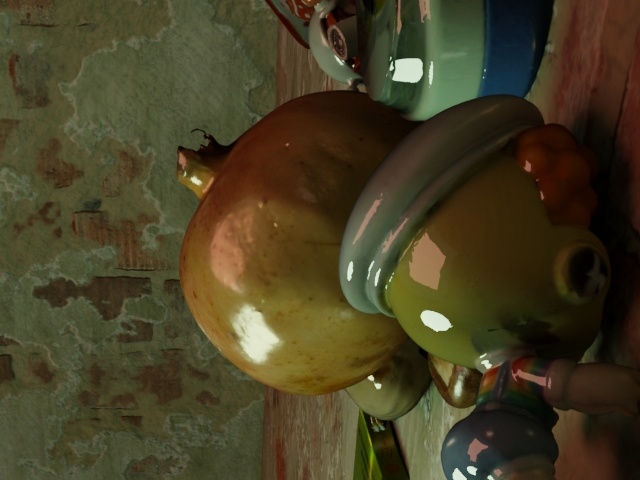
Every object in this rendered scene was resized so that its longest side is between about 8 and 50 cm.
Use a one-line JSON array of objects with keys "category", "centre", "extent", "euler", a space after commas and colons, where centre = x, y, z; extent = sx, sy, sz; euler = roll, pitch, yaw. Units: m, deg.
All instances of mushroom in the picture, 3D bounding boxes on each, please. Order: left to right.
[{"category": "mushroom", "centre": [0.137, 0.108, 1.115], "extent": [0.127, 0.087, 0.127], "euler": [-177, 90, -82]}]

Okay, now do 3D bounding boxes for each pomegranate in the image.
[{"category": "pomegranate", "centre": [-0.013, -0.012, 1.209], "extent": [0.338, 0.338, 0.338], "euler": [179, 90, -81]}]

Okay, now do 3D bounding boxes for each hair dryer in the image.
[{"category": "hair dryer", "centre": [0.098, -0.178, 1.238], "extent": [0.044, 0.155, 0.183], "euler": [35, 144, 57]}]

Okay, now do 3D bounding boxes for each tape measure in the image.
[{"category": "tape measure", "centre": [0.116, -0.245, 1.061], "extent": [0.259, 0.138, 0.262], "euler": [-155, 64, -82]}]

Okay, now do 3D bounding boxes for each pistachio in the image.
[{"category": "pistachio", "centre": [0.074, 0.160, 1.411], "extent": [0.206, 0.131, 0.129], "euler": [99, 175, -67]}]

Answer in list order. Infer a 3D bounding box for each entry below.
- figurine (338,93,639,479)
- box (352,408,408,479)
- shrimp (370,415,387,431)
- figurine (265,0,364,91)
[{"category": "figurine", "centre": [0.127, 0.070, 0.828], "extent": [0.224, 0.205, 0.381], "euler": [109, 156, -51]}, {"category": "box", "centre": [0.081, 0.420, 1.671], "extent": [0.173, 0.043, 0.311], "euler": [-106, 17, -58]}, {"category": "shrimp", "centre": [0.073, 0.215, 1.655], "extent": [0.161, 0.049, 0.166], "euler": [67, -177, -62]}, {"category": "figurine", "centre": [0.037, -0.280, 1.457], "extent": [0.183, 0.160, 0.226], "euler": [44, -164, -47]}]
